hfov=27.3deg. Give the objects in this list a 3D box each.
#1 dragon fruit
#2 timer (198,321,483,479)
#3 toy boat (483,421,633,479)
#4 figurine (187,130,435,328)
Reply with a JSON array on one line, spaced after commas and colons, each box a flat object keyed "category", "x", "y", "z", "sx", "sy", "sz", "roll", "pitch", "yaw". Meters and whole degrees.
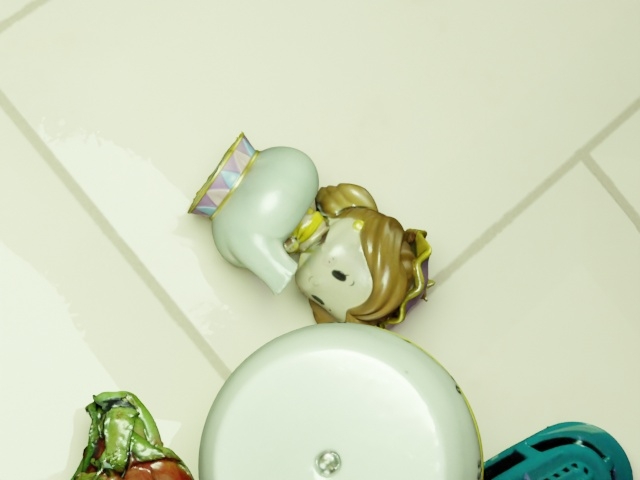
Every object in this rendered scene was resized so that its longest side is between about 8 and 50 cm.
[{"category": "dragon fruit", "x": -0.187, "y": 0.277, "z": 1.201, "sx": 0.200, "sy": 0.198, "sz": 0.269, "roll": -16, "pitch": 83, "yaw": -63}, {"category": "timer", "x": 0.028, "y": 0.215, "z": 1.260, "sx": 0.285, "sy": 0.285, "sz": 0.285, "roll": 4, "pitch": 76, "yaw": -16}, {"category": "toy boat", "x": 0.213, "y": 0.289, "z": 1.379, "sx": 0.298, "sy": 0.092, "sz": 0.134, "roll": -25, "pitch": 83, "yaw": -20}, {"category": "figurine", "x": 0.000, "y": 0.000, "z": 1.353, "sx": 0.263, "sy": 0.142, "sz": 0.189, "roll": 33, "pitch": 47, "yaw": -8}]
